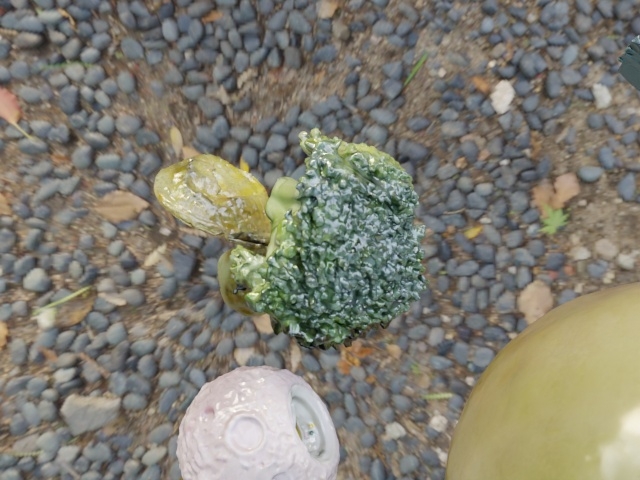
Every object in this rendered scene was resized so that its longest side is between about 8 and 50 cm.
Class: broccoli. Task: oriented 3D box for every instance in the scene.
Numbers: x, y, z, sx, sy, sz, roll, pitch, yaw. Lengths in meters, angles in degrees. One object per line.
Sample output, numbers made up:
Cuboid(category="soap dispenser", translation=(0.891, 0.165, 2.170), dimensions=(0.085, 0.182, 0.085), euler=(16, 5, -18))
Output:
Cuboid(category="broccoli", translation=(-0.007, -0.006, 1.488), dimensions=(0.293, 0.281, 0.347), euler=(-22, 119, -15))

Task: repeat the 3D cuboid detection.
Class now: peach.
Cuboid(category="peach", translation=(0.198, 0.148, 0.480), dimensions=(0.292, 0.292, 0.247), euler=(34, 123, -3))

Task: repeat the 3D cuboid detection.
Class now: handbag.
Cuboid(category="handbag", translation=(0.489, -0.230, 1.367), dimensions=(0.144, 0.221, 0.057), euler=(39, 99, 8))

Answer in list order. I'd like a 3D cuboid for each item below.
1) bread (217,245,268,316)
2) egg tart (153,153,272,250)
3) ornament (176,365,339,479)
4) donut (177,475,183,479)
Cuboid(category="bread", translation=(-0.084, 0.067, 1.786), dimensions=(0.130, 0.268, 0.152), euler=(-46, 116, -41))
Cuboid(category="egg tart", translation=(-0.174, -0.076, 1.703), dimensions=(0.252, 0.232, 0.098), euler=(33, 111, 12))
Cuboid(category="ornament", translation=(-0.103, 0.328, 1.518), dimensions=(0.225, 0.259, 0.259), euler=(-26, 90, 18))
Cuboid(category="donut", translation=(-0.132, 0.488, 1.772), dimensions=(0.360, 0.360, 0.170), euler=(-31, 105, -5))
